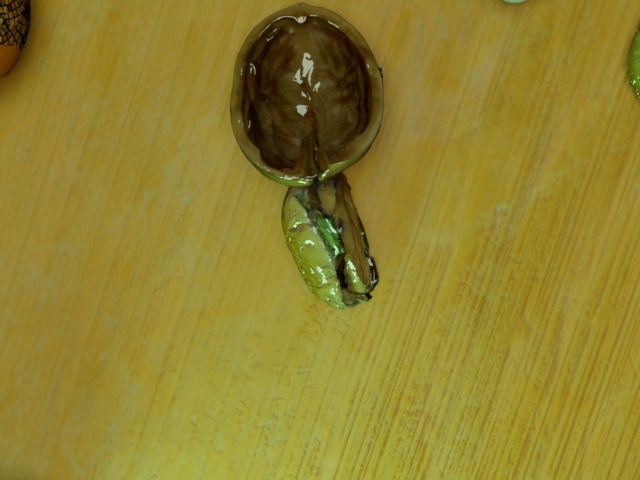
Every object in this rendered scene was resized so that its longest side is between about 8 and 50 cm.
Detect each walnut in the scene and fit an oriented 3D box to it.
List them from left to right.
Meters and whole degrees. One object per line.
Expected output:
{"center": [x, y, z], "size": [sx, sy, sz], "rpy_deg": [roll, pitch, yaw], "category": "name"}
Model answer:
{"center": [-0.011, -0.149, 1.221], "size": [0.167, 0.087, 0.211], "rpy_deg": [-3, 72, 6], "category": "walnut"}

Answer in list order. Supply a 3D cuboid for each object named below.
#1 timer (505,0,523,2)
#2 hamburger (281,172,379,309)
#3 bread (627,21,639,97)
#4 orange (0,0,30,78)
{"center": [0.220, -0.403, 1.207], "size": [0.178, 0.078, 0.253], "rpy_deg": [-27, 90, 3], "category": "timer"}
{"center": [-0.003, -0.004, 1.223], "size": [0.087, 0.102, 0.176], "rpy_deg": [-15, 90, 17], "category": "hamburger"}
{"center": [0.427, -0.216, 1.202], "size": [0.149, 0.065, 0.188], "rpy_deg": [39, 92, -2], "category": "bread"}
{"center": [-0.441, -0.254, 1.221], "size": [0.234, 0.182, 0.234], "rpy_deg": [-1, 85, 17], "category": "orange"}
